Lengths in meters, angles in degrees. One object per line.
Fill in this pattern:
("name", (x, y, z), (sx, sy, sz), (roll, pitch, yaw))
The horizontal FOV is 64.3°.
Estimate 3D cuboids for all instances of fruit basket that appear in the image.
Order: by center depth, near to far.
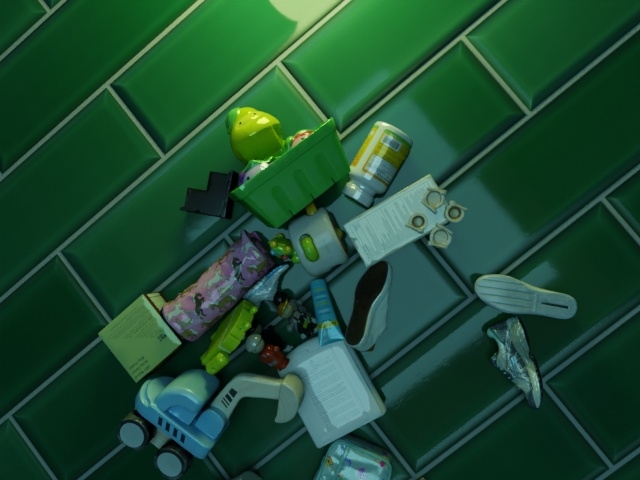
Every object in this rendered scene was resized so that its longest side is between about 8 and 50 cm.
("fruit basket", (-0.145, -0.266, 1.545), (0.391, 0.283, 0.393), (-1, 93, -15))

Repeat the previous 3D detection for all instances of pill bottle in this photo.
("pill bottle", (0.170, -0.231, 1.581), (0.136, 0.136, 0.246), (31, 93, 6))

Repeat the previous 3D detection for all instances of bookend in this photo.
("bookend", (-0.364, -0.159, 1.673), (0.157, 0.072, 0.156), (9, 89, 7))

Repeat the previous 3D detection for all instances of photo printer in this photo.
("photo printer", (0.025, 0.456, 1.604), (0.256, 0.107, 0.308), (-30, 86, 4))

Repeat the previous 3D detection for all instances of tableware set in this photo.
("tableware set", (0.346, -0.067, 1.508), (0.141, 0.020, 0.169), (30, 94, 4))

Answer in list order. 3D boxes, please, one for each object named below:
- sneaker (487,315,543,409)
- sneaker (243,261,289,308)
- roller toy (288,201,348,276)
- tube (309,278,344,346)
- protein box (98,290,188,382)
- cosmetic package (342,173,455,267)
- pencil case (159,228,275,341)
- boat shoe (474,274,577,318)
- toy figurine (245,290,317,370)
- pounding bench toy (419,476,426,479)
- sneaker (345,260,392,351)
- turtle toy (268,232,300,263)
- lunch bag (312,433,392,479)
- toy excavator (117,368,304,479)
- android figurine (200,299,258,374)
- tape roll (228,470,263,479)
("sneaker", (0.595, 0.378, 1.559), (0.122, 0.110, 0.283), (-19, 85, 24))
("sneaker", (-0.161, 0.147, 1.655), (0.190, 0.071, 0.083), (-43, 92, 12))
("roller toy", (0.000, 0.000, 1.572), (0.146, 0.191, 0.209), (-24, 48, 7))
("tube", (0.013, 0.225, 1.599), (0.080, 0.052, 0.207), (-16, 65, 4))
("protein box", (-0.560, 0.309, 1.657), (0.199, 0.136, 0.201), (-41, 85, 4))
("cosmetic package", (0.241, -0.057, 1.584), (0.309, 0.113, 0.160), (-29, 87, 6))
("pencil case", (-0.319, 0.141, 1.614), (0.386, 0.160, 0.167), (-43, 73, 3))
("boat shoe", (0.613, 0.179, 1.547), (0.302, 0.094, 0.109), (15, 85, 5))
("toy figurine", (-0.130, 0.268, 1.570), (0.148, 0.213, 0.210), (39, 93, -11))
("pounding bench toy", (0.312, 0.775, 1.589), (0.083, 0.065, 0.052), (41, 95, 5))
("sneaker", (0.168, 0.211, 1.611), (0.105, 0.123, 0.290), (10, 71, 43))
("turtle toy", (-0.110, 0.031, 1.639), (0.130, 0.095, 0.066), (21, 112, 6))
("lunch bag", (0.085, 0.764, 1.593), (0.223, 0.108, 0.279), (23, 92, 6))
("toy excavator", (-0.326, 0.500, 1.541), (0.432, 0.222, 0.445), (35, 107, 4))
("android figurine", (-0.278, 0.287, 1.570), (0.056, 0.248, 0.273), (36, 129, -15))
("tape roll", (-0.250, 0.865, 1.563), (0.169, 0.246, 0.246), (-31, 86, 5))
